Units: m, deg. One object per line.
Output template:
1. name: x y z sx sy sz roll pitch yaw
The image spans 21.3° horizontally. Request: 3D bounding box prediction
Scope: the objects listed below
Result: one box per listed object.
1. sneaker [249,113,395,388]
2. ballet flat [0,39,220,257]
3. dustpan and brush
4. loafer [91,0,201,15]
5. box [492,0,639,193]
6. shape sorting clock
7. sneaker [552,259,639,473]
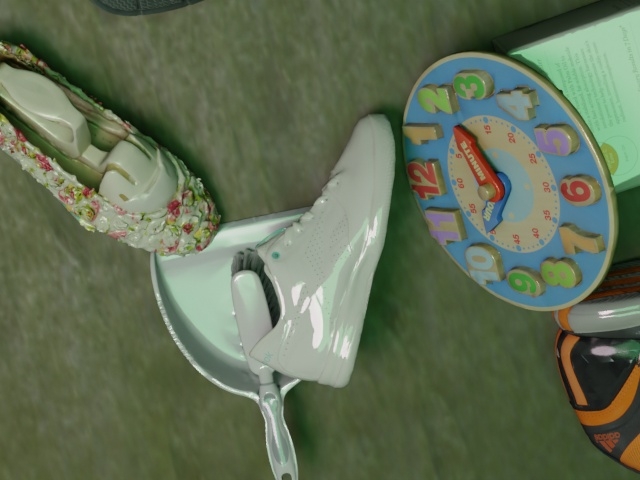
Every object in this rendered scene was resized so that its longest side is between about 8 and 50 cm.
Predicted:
1. sneaker: 0.000 0.000 1.291 0.094 0.080 0.212 13 83 0
2. ballet flat: -0.178 -0.068 1.285 0.241 0.077 0.091 32 68 -8
3. dustpan and brush: -0.045 0.092 1.339 0.147 0.060 0.211 -11 103 2
4. loafer: -0.060 -0.259 1.261 0.267 0.084 0.096 -28 133 10
5. box: 0.232 -0.115 1.278 0.170 0.091 0.130 -18 104 3
6. shape sorting clock: 0.134 -0.041 1.256 0.040 0.206 0.206 -28 105 -30
7. sneaker: 0.350 0.094 1.326 0.321 0.124 0.180 -9 107 13
